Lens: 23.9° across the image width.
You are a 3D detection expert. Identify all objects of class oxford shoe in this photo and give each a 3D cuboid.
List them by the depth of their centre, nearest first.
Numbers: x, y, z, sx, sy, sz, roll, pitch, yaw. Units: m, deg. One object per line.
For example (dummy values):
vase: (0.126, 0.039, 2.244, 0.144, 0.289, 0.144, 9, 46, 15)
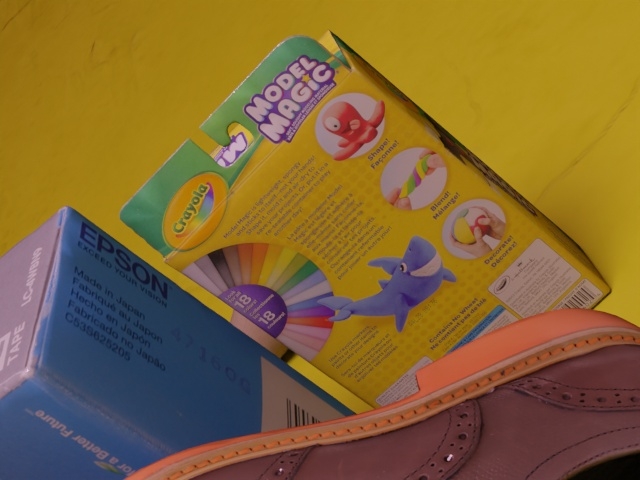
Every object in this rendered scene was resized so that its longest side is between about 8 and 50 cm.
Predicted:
oxford shoe: (0.013, 0.138, 0.560, 0.363, 0.130, 0.132, -29, 23, -16)

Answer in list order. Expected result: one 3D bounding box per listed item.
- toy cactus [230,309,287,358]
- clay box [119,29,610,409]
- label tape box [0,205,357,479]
toy cactus: (0.000, 0.000, 0.918, 0.180, 0.112, 0.219, -63, 27, 22)
clay box: (0.021, -0.003, 0.734, 0.127, 0.222, 0.053, -44, 29, 13)
label tape box: (-0.150, 0.170, 0.760, 0.347, 0.249, 0.115, -35, 33, 29)
